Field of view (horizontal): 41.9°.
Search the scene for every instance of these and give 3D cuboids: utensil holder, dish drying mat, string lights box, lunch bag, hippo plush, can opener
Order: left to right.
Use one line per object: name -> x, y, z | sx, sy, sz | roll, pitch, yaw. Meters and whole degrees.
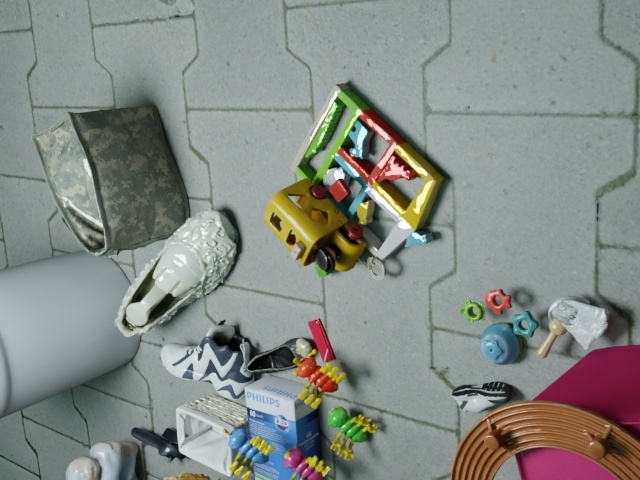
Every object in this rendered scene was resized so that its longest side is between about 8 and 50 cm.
utensil holder -> -0.658, 0.207, 1.911 | 0.328, 0.385, 0.327 | 13, 112, 37
lunch bag -> -0.415, -0.114, 1.703 | 0.169, 0.235, 0.286 | -21, 89, 38
hippo plush -> -0.477, 0.630, 1.975 | 0.237, 0.294, 0.234 | 23, 139, 26
can opener -> -0.383, 0.481, 1.990 | 0.186, 0.073, 0.059 | 2, 143, 44
string lights box -> -0.071, 0.414, 1.674 | 0.133, 0.077, 0.259 | 8, 108, 39
dish drying mat -> 0.001, 0.191, 1.590 | 0.032, 0.008, 0.083 | -24, 87, 43

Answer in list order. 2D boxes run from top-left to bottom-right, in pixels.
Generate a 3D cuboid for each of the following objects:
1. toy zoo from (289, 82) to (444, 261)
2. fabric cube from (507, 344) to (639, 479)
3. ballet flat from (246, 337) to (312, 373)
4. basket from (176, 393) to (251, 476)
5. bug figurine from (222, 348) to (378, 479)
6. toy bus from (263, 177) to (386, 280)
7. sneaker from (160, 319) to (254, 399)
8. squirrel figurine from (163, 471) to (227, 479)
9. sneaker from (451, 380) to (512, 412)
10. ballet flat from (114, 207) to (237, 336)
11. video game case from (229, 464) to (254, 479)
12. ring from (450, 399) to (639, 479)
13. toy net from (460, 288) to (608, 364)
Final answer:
toy zoo -> 0.086, -0.100, 1.412 | 0.293, 0.030, 0.192 | 46, 128, 20
fabric cube -> 0.434, 0.297, 1.080 | 0.254, 0.258, 0.259 | -8, 97, 43
ballet flat -> -0.078, 0.234, 1.643 | 0.173, 0.049, 0.057 | -29, 85, 42
basket -> -0.214, 0.410, 1.779 | 0.167, 0.103, 0.113 | 13, 112, 38
bug figurine -> -0.034, 0.349, 1.551 | 0.216, 0.072, 0.279 | 43, 97, -11
toy bus -> -0.009, -0.005, 1.440 | 0.202, 0.104, 0.190 | 6, 118, 50
sneaker -> -0.236, 0.222, 1.748 | 0.235, 0.094, 0.153 | 22, 115, 34
squirrel figurine -> -0.198, 0.667, 1.720 | 0.370, 0.281, 0.396 | 146, 116, -72
sneaker -> 0.269, 0.259, 1.365 | 0.109, 0.040, 0.043 | -12, 111, 46
ballet flat -> -0.312, 0.093, 1.744 | 0.409, 0.147, 0.147 | -44, 74, 41
video game case -> -0.147, 0.550, 1.826 | 0.122, 0.011, 0.087 | 45, 127, 22
ring -> 0.299, 0.359, 1.021 | 0.337, 0.032, 0.336 | 13, 111, 37
toy net -> 0.328, 0.119, 1.264 | 0.232, 0.045, 0.122 | -21, 87, 41
